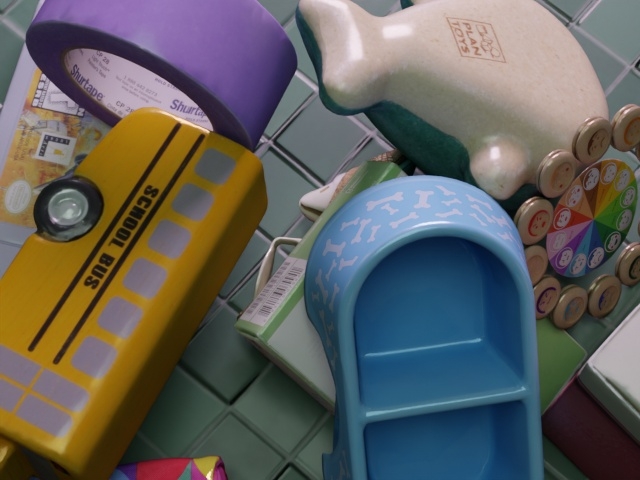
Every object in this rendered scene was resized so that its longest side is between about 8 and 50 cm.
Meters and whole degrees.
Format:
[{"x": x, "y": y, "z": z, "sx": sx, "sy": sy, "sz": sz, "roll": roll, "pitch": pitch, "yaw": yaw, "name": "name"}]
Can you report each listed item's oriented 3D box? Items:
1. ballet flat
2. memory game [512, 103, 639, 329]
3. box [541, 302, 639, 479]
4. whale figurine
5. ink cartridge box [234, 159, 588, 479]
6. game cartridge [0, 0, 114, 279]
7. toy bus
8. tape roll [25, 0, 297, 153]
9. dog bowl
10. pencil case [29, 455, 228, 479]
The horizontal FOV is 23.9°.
[{"x": 0.000, "y": 0.000, "z": 1.204, "sx": 0.067, "sy": 0.073, "sz": 0.206, "roll": 27, "pitch": 72, "yaw": 19, "name": "ballet flat"}, {"x": 0.213, "y": -0.016, "z": 1.158, "sx": 0.186, "sy": 0.186, "sz": 0.012, "roll": -44, "pitch": 45, "yaw": -12, "name": "memory game"}, {"x": 0.261, "y": 0.104, "z": 1.081, "sx": 0.148, "sy": 0.232, "sz": 0.127, "roll": -44, "pitch": 78, "yaw": -13, "name": "box"}, {"x": 0.090, "y": -0.107, "z": 1.160, "sx": 0.272, "sy": 0.141, "sz": 0.216, "roll": 5, "pitch": 54, "yaw": -35, "name": "whale figurine"}, {"x": 0.074, "y": 0.076, "z": 1.169, "sx": 0.235, "sy": 0.056, "sz": 0.171, "roll": 43, "pitch": 76, "yaw": -21, "name": "ink cartridge box"}, {"x": -0.168, "y": -0.057, "z": 1.226, "sx": 0.198, "sy": 0.062, "sz": 0.297, "roll": 11, "pitch": 71, "yaw": 8, "name": "game cartridge"}, {"x": -0.172, "y": 0.067, "z": 1.085, "sx": 0.130, "sy": 0.108, "sz": 0.332, "roll": 25, "pitch": 67, "yaw": 11, "name": "toy bus"}, {"x": -0.118, "y": -0.138, "z": 1.127, "sx": 0.189, "sy": 0.189, "sz": 0.080, "roll": 24, "pitch": 71, "yaw": 8, "name": "tape roll"}, {"x": 0.081, "y": 0.106, "z": 1.085, "sx": 0.166, "sy": 0.074, "sz": 0.297, "roll": -8, "pitch": 108, "yaw": -7, "name": "dog bowl"}, {"x": -0.175, "y": 0.219, "z": 1.121, "sx": 0.236, "sy": 0.104, "sz": 0.104, "roll": -3, "pitch": 73, "yaw": 0, "name": "pencil case"}]
